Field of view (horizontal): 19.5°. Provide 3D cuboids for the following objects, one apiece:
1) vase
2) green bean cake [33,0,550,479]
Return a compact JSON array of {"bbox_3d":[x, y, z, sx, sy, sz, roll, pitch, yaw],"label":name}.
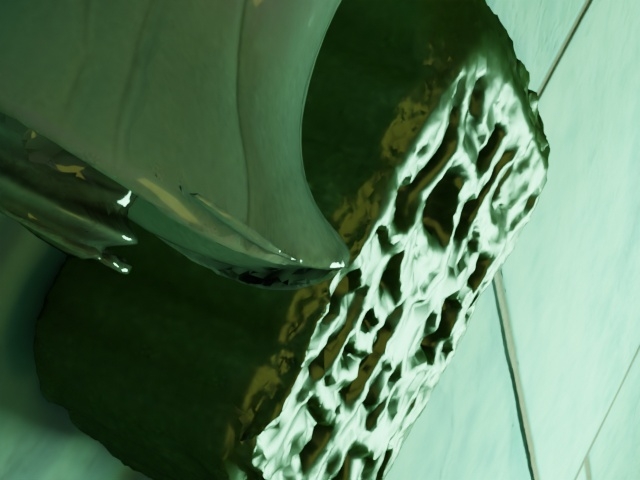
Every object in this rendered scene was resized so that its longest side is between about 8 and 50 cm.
[{"bbox_3d":[0.012,-0.205,0.509,0.445,0.250,0.250,-63,159,-4],"label":"vase"},{"bbox_3d":[0.000,0.000,0.808,0.248,0.125,0.222,-64,159,-10],"label":"green bean cake"}]
